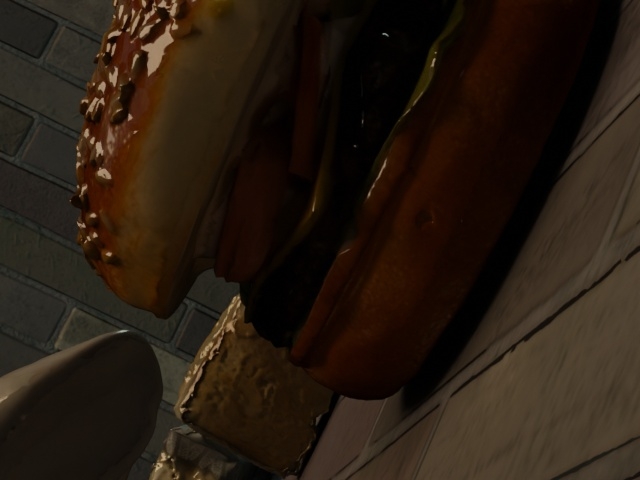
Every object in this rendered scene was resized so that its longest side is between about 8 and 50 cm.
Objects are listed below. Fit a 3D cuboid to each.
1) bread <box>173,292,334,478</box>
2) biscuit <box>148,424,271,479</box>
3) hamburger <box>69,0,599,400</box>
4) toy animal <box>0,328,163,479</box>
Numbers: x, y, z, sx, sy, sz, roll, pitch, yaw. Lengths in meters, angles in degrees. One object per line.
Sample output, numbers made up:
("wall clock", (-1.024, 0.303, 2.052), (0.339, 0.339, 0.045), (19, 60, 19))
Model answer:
("bread", (-0.039, 0.098, 1.314), (0.125, 0.106, 0.082), (-62, 3, -4))
("biscuit", (-0.122, 0.262, 1.502), (0.309, 0.079, 0.186), (-66, -11, 9))
("hamburger", (-0.001, -0.072, 0.921), (0.291, 0.225, 0.291), (25, -90, -90))
("toy animal", (-0.063, 0.142, 0.582), (0.178, 0.193, 0.127), (-56, 1, -15))
